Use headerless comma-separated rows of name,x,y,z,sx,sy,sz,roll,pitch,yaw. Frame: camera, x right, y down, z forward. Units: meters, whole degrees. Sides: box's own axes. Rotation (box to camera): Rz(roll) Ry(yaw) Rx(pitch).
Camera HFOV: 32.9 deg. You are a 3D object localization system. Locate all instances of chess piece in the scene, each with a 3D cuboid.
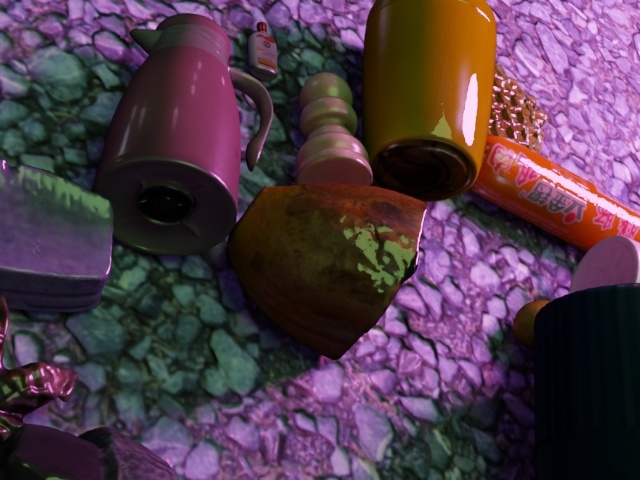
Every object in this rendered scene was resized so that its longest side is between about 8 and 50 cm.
chess piece,0.008,-0.130,1.317,0.094,0.094,0.170,17,45,-27

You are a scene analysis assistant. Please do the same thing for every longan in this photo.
longan,0.279,0.113,1.359,0.075,0.075,0.083,35,30,-13

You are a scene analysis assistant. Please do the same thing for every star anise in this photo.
star anise,-0.292,0.144,0.918,0.197,0.073,0.212,-12,73,-38

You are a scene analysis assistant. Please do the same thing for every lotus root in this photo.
lotus root,0.000,0.000,1.159,0.180,0.188,0.199,29,50,-5

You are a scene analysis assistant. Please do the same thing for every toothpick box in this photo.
toothpick box,0.136,-0.184,1.381,0.175,0.175,0.271,23,54,-23

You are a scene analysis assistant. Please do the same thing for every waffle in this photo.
waffle,0.250,-0.187,1.560,0.183,0.036,0.169,39,48,-9

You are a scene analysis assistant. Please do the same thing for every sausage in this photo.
sausage,0.309,-0.062,1.483,0.312,0.093,0.093,26,50,-21

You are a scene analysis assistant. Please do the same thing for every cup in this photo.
cup,0.378,0.221,1.215,0.308,0.242,0.292,16,64,-34

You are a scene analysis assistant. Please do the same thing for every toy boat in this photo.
toy boat,-0.324,-0.011,0.994,0.283,0.078,0.127,14,58,-30

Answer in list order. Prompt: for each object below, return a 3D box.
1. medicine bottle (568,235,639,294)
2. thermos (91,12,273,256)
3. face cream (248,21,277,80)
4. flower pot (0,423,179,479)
medicine bottle,0.483,0.111,1.446,0.293,0.170,0.170,24,51,-22
thermos,-0.139,-0.124,1.162,0.176,0.146,0.265,22,46,-19
face cream,-0.073,-0.240,1.365,0.040,0.021,0.083,15,54,-29
flower pot,-0.173,0.299,0.782,0.283,0.299,0.299,34,46,-27
